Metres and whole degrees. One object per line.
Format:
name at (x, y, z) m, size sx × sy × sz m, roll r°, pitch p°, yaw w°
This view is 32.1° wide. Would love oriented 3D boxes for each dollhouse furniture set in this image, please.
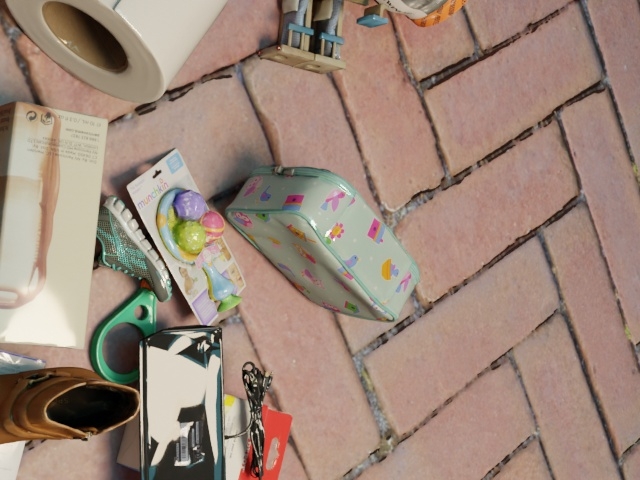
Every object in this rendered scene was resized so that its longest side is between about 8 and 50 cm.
dollhouse furniture set at (0.011, -0.341, 1.692) m, size 0.129 × 0.184 × 0.129 m, roll 8°, pitch 84°, yaw -36°

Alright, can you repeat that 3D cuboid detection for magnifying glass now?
magnifying glass at (-0.252, 0.094, 1.580) m, size 0.092 × 0.026 × 0.231 m, roll 33°, pitch 68°, yaw -31°

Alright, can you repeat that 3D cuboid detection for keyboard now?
keyboard at (-0.157, 0.275, 1.544) m, size 0.201 × 0.033 × 0.317 m, roll -1°, pitch 91°, yaw -29°

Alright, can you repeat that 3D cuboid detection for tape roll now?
tape roll at (-0.263, -0.321, 1.451) m, size 0.246 × 0.246 × 0.169 m, roll 43°, pitch 64°, yaw -28°

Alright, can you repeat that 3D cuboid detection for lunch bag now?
lunch bag at (0.000, 0.000, 1.655) m, size 0.279 × 0.224 × 0.108 m, roll 48°, pitch 66°, yaw -32°

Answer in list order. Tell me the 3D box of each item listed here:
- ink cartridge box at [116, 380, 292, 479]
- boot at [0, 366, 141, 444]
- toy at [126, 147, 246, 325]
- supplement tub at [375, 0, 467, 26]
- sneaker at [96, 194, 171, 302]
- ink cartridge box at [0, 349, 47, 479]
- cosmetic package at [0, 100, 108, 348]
ink cartridge box at (-0.163, 0.285, 1.608) m, size 0.231 × 0.078 × 0.134 m, roll 22°, pitch 76°, yaw -34°
boot at (-0.371, 0.211, 1.310) m, size 0.283 × 0.220 × 0.109 m, roll -3°, pitch 90°, yaw -39°
toy at (-0.172, -0.006, 1.602) m, size 0.137 × 0.056 × 0.237 m, roll -49°, pitch 121°, yaw -53°
supplement tub at (0.106, -0.496, 1.763) m, size 0.316 × 0.193 × 0.193 m, roll 40°, pitch 66°, yaw -28°
sneaker at (-0.269, 0.023, 1.543) m, size 0.076 × 0.065 × 0.166 m, roll -34°, pitch 91°, yaw -11°
ink cartridge box at (-0.467, 0.229, 1.402) m, size 0.206 × 0.045 × 0.208 m, roll 21°, pitch 76°, yaw -36°
cosmetic package at (-0.370, -0.015, 1.420) m, size 0.129 × 0.153 × 0.296 m, roll 8°, pitch 82°, yaw -35°
